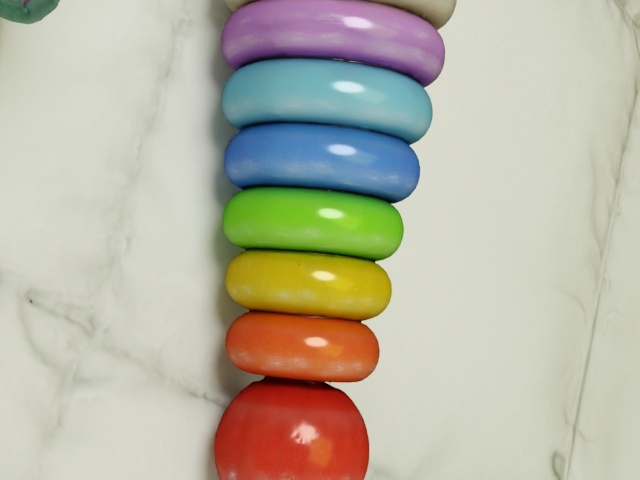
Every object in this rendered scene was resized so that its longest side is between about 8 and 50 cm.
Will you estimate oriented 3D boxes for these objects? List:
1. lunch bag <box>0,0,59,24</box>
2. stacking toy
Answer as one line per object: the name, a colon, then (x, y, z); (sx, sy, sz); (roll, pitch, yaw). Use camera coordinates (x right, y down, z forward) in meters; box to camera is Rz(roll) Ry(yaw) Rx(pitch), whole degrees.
lunch bag: (-0.194, -0.239, 0.469); (0.262, 0.160, 0.223); (16, 77, -34)
stacking toy: (0.000, 0.000, 0.678); (0.141, 0.141, 0.330); (8, 85, -47)
